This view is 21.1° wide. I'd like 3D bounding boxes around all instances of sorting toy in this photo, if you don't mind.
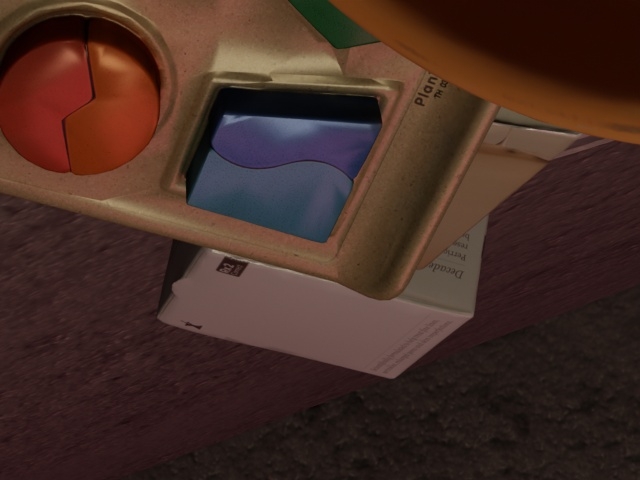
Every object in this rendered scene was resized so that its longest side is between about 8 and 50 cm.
[{"bbox_3d":[-0.021,-0.119,0.614,0.229,0.041,0.307,18,123,-12],"label":"sorting toy"}]

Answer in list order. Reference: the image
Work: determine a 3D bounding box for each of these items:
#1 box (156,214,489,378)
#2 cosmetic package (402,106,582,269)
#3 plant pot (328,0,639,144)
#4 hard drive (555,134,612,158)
[{"bbox_3d":[0.000,0.000,1.149,0.182,0.119,0.181,15,160,-10],"label":"box"},{"bbox_3d":[0.017,-0.077,0.847,0.160,0.113,0.309,10,168,-6],"label":"cosmetic package"},{"bbox_3d":[0.117,-0.187,0.380,0.291,0.291,0.203,-30,179,42],"label":"plant pot"},{"bbox_3d":[0.217,-0.128,1.183,0.339,0.064,0.237,-17,168,-7],"label":"hard drive"}]
